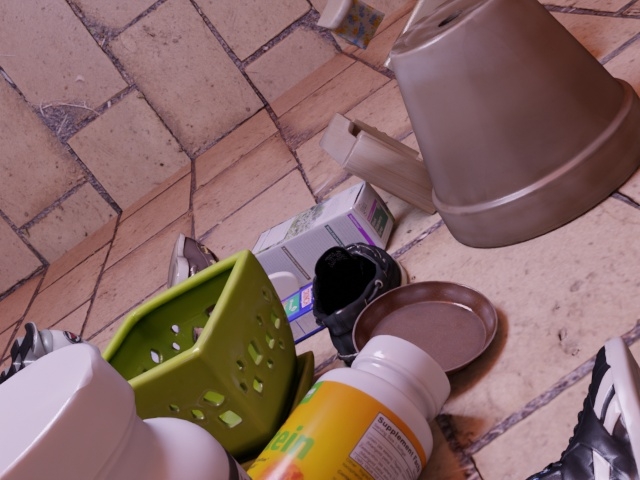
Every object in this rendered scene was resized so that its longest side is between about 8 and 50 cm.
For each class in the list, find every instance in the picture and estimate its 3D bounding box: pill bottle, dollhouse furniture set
[{"bbox_3d":[-0.108,0.259,0.588,0.210,0.363,0.210,-32,20,13],"label":"pill bottle"},{"bbox_3d":[0.175,-0.279,1.400,0.394,0.362,0.256,-61,17,10],"label":"dollhouse furniture set"},{"bbox_3d":[0.024,0.212,0.815,0.136,0.136,0.245,-11,32,52],"label":"pill bottle"}]

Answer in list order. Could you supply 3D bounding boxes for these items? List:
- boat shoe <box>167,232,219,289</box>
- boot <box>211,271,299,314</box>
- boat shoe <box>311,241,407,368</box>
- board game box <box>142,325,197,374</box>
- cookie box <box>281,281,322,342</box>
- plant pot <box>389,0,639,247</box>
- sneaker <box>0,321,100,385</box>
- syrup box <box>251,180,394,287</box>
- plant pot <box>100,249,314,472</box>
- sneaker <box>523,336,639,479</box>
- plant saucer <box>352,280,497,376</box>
[{"bbox_3d":[-0.258,0.061,1.723,0.324,0.097,0.116,-135,57,-74],"label":"boat shoe"},{"bbox_3d":[-0.117,0.101,1.421,0.190,0.069,0.086,-34,22,12],"label":"boot"},{"bbox_3d":[0.041,0.062,1.168,0.127,0.113,0.340,-31,20,17],"label":"boat shoe"},{"bbox_3d":[-0.340,0.282,1.394,0.319,0.066,0.318,-38,19,-1],"label":"board game box"},{"bbox_3d":[-0.032,0.114,1.288,0.107,0.040,0.092,-31,19,15],"label":"cookie box"},{"bbox_3d":[0.248,-0.197,1.162,0.323,0.280,0.323,-32,18,12],"label":"plant pot"},{"bbox_3d":[-0.464,0.289,1.355,0.330,0.146,0.122,-55,41,18],"label":"sneaker"},{"bbox_3d":[0.000,0.000,1.412,0.237,0.096,0.093,-25,24,30],"label":"syrup box"},{"bbox_3d":[-0.141,0.183,1.063,0.227,0.207,0.228,-27,21,25],"label":"plant pot"},{"bbox_3d":[0.213,0.168,0.675,0.121,0.079,0.217,-27,23,23],"label":"sneaker"},{"bbox_3d":[0.122,0.108,0.976,0.169,0.029,0.168,-11,33,7],"label":"plant saucer"}]
